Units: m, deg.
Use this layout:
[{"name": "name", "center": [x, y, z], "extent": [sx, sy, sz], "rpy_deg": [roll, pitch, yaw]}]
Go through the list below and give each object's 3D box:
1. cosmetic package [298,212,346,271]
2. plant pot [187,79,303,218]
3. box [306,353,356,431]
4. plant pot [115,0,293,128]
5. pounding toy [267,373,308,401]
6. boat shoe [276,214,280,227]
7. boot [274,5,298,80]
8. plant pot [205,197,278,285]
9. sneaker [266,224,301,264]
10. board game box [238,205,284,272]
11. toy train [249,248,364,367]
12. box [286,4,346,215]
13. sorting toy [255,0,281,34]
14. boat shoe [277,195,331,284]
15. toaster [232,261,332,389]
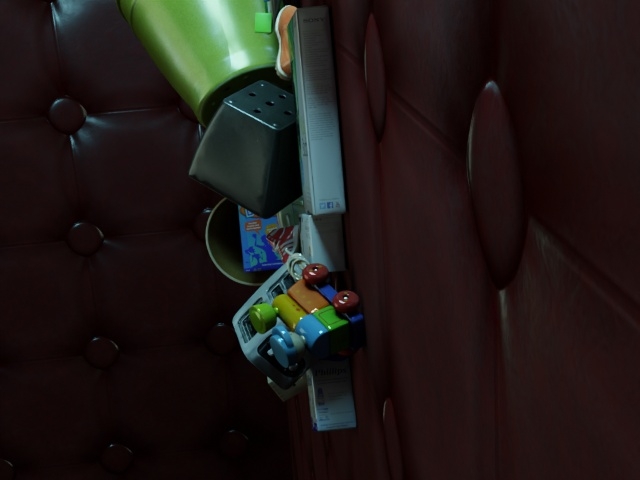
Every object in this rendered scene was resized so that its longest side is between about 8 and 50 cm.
[{"name": "cosmetic package", "center": [0.000, 0.000, 1.759], "extent": [0.239, 0.060, 0.099], "rpy_deg": [-163, 67, -85]}, {"name": "plant pot", "center": [-0.107, -0.181, 1.849], "extent": [0.187, 0.188, 0.167], "rpy_deg": [-38, -31, -48]}, {"name": "box", "center": [0.016, 0.271, 1.812], "extent": [0.126, 0.072, 0.137], "rpy_deg": [116, 149, -79]}, {"name": "plant pot", "center": [-0.214, -0.441, 2.202], "extent": [0.366, 0.366, 0.353], "rpy_deg": [96, 151, -65]}, {"name": "pounding toy", "center": [-0.060, 0.278, 2.396], "extent": [0.100, 0.141, 0.130], "rpy_deg": [55, -169, -30]}, {"name": "boat shoe", "center": [-0.069, -0.142, 2.065], "extent": [0.091, 0.114, 0.303], "rpy_deg": [-117, 22, -59]}, {"name": "boot", "center": [-0.048, -0.395, 1.943], "extent": [0.084, 0.059, 0.158], "rpy_deg": [137, 136, -59]}, {"name": "plant pot", "center": [-0.143, -0.032, 2.557], "extent": [0.254, 0.237, 0.237], "rpy_deg": [-55, -39, -75]}, {"name": "sneaker", "center": [-0.070, 0.022, 1.876], "extent": [0.042, 0.067, 0.118], "rpy_deg": [69, -158, -45]}, {"name": "board game box", "center": [-0.108, -0.037, 2.342], "extent": [0.047, 0.160, 0.210], "rpy_deg": [-111, 15, -68]}, {"name": "toy train", "center": [-0.051, 0.101, 1.586], "extent": [0.248, 0.143, 0.105], "rpy_deg": [41, 143, 45]}, {"name": "box", "center": [-0.010, -0.207, 1.659], "extent": [0.232, 0.058, 0.322], "rpy_deg": [-140, 46, -83]}, {"name": "sorting toy", "center": [-0.106, -0.534, 2.012], "extent": [0.348, 0.047, 0.196], "rpy_deg": [-83, -5, -54]}, {"name": "boat shoe", "center": [-0.032, 0.059, 1.973], "extent": [0.109, 0.094, 0.302], "rpy_deg": [-135, 40, -82]}, {"name": "toaster", "center": [-0.052, 0.140, 1.766], "extent": [0.110, 0.168, 0.186], "rpy_deg": [42, -173, -25]}]
